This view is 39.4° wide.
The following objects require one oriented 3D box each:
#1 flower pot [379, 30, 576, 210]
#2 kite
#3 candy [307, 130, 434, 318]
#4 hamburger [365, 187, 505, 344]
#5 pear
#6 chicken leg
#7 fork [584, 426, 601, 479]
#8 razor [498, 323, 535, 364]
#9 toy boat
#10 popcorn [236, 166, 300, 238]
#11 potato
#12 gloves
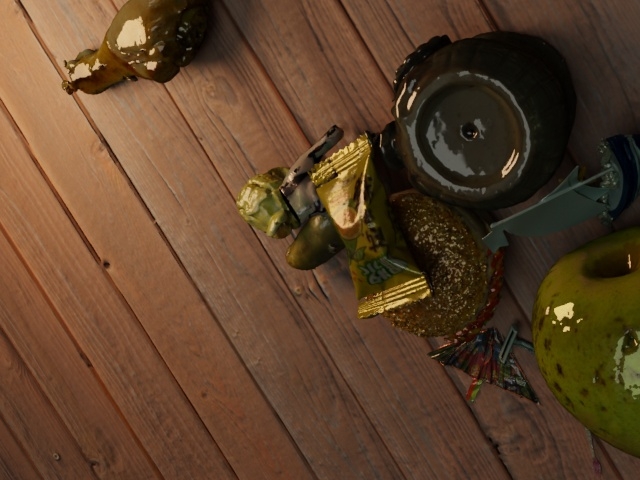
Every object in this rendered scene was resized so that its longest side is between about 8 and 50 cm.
[{"bbox_3d":[0.255,-0.196,1.458,0.302,0.213,0.301,11,115,25],"label":"flower pot"},{"bbox_3d":[0.323,0.249,1.733,0.241,0.014,0.183,25,122,17],"label":"kite"},{"bbox_3d":[0.082,-0.021,1.523,0.187,0.081,0.297,-29,75,49],"label":"candy"},{"bbox_3d":[0.194,0.038,1.614,0.294,0.179,0.276,28,123,16],"label":"hamburger"},{"bbox_3d":[0.526,0.170,1.381,0.391,0.391,0.390,12,116,25],"label":"pear"},{"bbox_3d":[-0.383,-0.391,1.799,0.429,0.153,0.201,-17,89,41],"label":"chicken leg"},{"bbox_3d":[0.515,0.399,1.691,0.016,0.012,0.115,-11,100,29],"label":"fork"},{"bbox_3d":[0.440,0.227,1.649,0.211,0.036,0.084,23,128,13],"label":"razor"},{"bbox_3d":[0.393,-0.055,1.417,0.291,0.220,0.067,-30,56,-2],"label":"toy boat"},{"bbox_3d":[-0.098,-0.067,1.767,0.136,0.162,0.141,-2,154,-1],"label":"popcorn"},{"bbox_3d":[0.000,0.000,1.757,0.188,0.105,0.085,-42,44,39],"label":"potato"},{"bbox_3d":[0.028,-0.126,1.666,0.127,0.212,0.111,51,169,45],"label":"gloves"}]
